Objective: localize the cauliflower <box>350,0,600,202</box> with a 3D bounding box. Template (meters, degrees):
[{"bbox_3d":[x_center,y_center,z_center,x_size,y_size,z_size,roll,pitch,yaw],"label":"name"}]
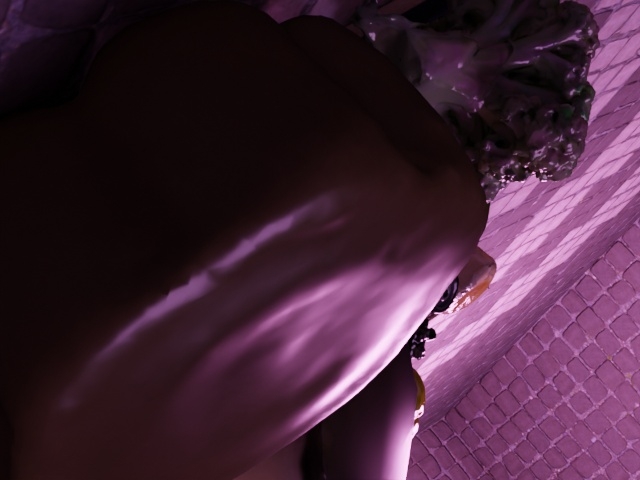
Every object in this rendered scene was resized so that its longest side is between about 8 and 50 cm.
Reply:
[{"bbox_3d":[0.129,-0.155,1.116,0.256,0.238,0.315,-20,158,33],"label":"cauliflower"}]

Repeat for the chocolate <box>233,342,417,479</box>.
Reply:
[{"bbox_3d":[-0.050,0.246,1.590,0.326,0.297,0.314,44,51,-52],"label":"chocolate"}]

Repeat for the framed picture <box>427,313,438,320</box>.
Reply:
[{"bbox_3d":[0.216,0.153,2.436,0.273,0.016,0.216,-32,161,-25],"label":"framed picture"}]

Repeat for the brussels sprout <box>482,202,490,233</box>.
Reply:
[{"bbox_3d":[0.177,-0.032,1.690,0.149,0.122,0.151,-40,165,-10],"label":"brussels sprout"}]

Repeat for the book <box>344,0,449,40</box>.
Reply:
[{"bbox_3d":[0.053,-0.182,1.211,0.269,0.025,0.191,-33,163,-22],"label":"book"}]

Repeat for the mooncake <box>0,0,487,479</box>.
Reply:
[{"bbox_3d":[-0.102,0.017,0.964,0.467,0.262,0.467,-30,157,-14],"label":"mooncake"}]

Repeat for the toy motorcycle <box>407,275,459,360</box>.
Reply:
[{"bbox_3d":[0.094,0.105,1.784,0.275,0.127,0.205,-12,119,-40],"label":"toy motorcycle"}]

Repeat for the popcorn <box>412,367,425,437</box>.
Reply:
[{"bbox_3d":[0.056,0.361,2.150,0.294,0.292,0.334,28,85,-35],"label":"popcorn"}]

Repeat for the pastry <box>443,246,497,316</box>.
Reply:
[{"bbox_3d":[0.268,0.077,2.227,0.166,0.088,0.166,-37,163,-13],"label":"pastry"}]
